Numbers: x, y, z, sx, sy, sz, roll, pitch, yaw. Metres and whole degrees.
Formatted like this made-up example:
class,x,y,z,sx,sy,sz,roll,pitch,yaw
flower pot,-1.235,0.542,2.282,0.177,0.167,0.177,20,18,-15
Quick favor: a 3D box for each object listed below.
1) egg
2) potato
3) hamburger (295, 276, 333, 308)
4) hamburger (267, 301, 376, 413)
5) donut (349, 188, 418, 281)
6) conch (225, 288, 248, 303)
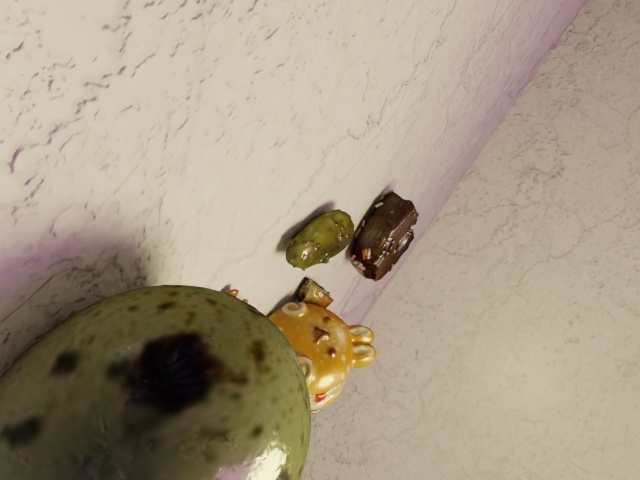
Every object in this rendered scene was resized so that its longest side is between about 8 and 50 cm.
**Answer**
class,x,y,z,sx,sy,sz,roll,pitch,yaw
egg,-0.212,0.244,0.552,0.428,0.345,0.345,-36,157,-21
potato,0.000,0.000,1.078,0.225,0.090,0.117,-30,135,-48
hamburger,-0.021,0.175,1.355,0.102,0.087,0.176,-55,165,-3
hamburger,-0.018,0.294,1.233,0.261,0.303,0.186,-82,-170,-45
donut,0.200,0.003,1.545,0.259,0.136,0.345,-52,162,-3
conch,-0.223,0.217,0.900,0.158,0.127,0.255,56,43,-41
